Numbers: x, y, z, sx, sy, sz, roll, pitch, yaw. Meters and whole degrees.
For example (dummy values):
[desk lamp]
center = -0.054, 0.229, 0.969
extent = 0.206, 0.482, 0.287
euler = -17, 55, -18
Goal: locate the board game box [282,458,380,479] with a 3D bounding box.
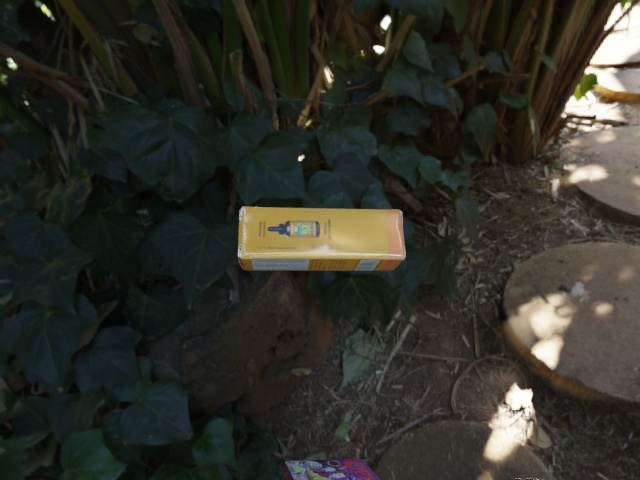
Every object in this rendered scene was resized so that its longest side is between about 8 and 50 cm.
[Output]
[board game box]
center = 0.057, 0.562, 0.941
extent = 0.208, 0.056, 0.347
euler = 11, -6, -17

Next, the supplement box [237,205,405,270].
[supplement box]
center = 0.000, 0.000, 0.644
extent = 0.234, 0.080, 0.078
euler = 2, 72, -7

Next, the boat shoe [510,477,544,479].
[boat shoe]
center = 0.589, 0.803, 1.194
extent = 0.105, 0.307, 0.111
euler = -5, 7, 7
